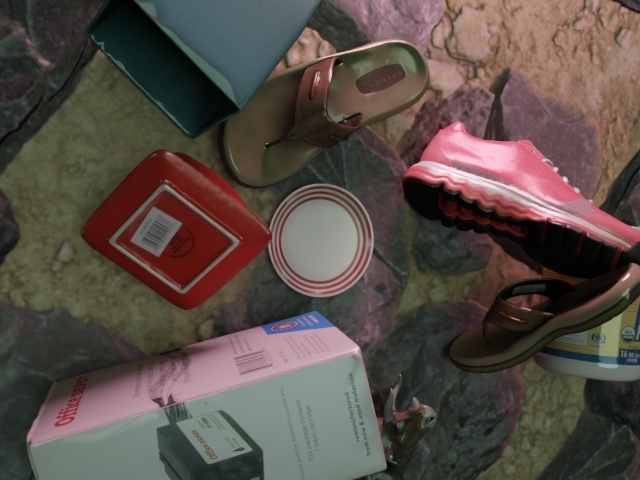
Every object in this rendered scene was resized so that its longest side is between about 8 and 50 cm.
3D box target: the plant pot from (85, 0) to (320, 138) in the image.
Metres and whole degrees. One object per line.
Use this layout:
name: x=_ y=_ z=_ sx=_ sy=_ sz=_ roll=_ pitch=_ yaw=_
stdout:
plant pot: x=-0.102 y=-0.263 z=0.879 sx=0.165 sy=0.165 sz=0.234 roll=45 pitch=70 yaw=-17

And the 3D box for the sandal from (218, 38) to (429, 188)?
sandal: x=0.010 y=-0.168 z=0.963 sx=0.302 sy=0.086 sz=0.120 roll=-31 pitch=103 yaw=-18

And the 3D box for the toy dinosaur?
toy dinosaur: x=0.032 y=0.328 z=0.992 sx=0.313 sy=0.121 sz=0.160 roll=-44 pitch=94 yaw=-10

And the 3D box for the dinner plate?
dinner plate: x=0.000 y=0.000 z=1.003 sx=0.141 sy=0.017 sz=0.141 roll=-1 pitch=92 yaw=-23

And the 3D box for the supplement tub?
supplement tub: x=0.370 y=0.079 z=1.085 sx=0.144 sy=0.144 sz=0.200 roll=5 pitch=90 yaw=-22

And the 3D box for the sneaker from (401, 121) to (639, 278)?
sneaker: x=0.266 y=-0.062 z=1.002 sx=0.313 sy=0.116 sz=0.136 roll=23 pitch=68 yaw=13

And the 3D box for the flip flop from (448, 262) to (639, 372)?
flip flop: x=0.266 y=0.084 z=0.994 sx=0.080 sy=0.277 sz=0.112 roll=50 pitch=44 yaw=-6

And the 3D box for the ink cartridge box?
ink cartridge box: x=-0.115 y=0.186 z=0.825 sx=0.307 sy=0.223 sz=0.129 roll=-14 pitch=98 yaw=-10

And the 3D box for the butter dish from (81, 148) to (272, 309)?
butter dish: x=-0.152 y=-0.030 z=0.894 sx=0.160 sy=0.118 sz=0.160 roll=38 pitch=120 yaw=-21
